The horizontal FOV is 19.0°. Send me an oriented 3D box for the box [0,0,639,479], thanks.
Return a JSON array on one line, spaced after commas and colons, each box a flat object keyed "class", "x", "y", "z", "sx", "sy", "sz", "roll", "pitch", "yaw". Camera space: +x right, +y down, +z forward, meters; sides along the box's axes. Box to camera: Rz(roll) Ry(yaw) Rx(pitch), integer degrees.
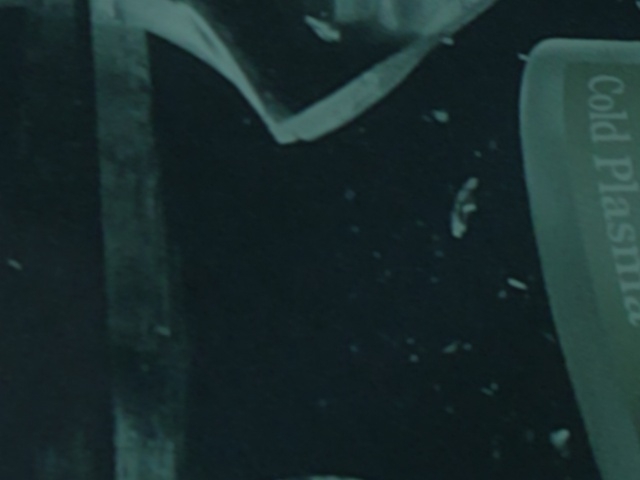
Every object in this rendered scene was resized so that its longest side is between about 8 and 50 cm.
[{"class": "box", "x": 0.000, "y": 0.000, "z": 0.587, "sx": 0.472, "sy": 0.297, "sz": 0.480, "roll": 8, "pitch": 59, "yaw": -28}]
